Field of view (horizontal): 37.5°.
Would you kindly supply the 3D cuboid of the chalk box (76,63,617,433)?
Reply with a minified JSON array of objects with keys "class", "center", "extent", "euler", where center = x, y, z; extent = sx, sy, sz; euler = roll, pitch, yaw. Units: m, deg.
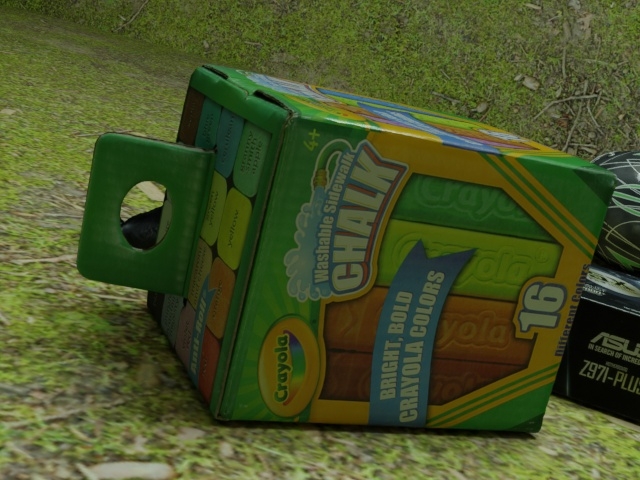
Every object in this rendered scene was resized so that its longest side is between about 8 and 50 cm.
[{"class":"chalk box","center":[0.000,0.000,0.595],"extent":[0.289,0.180,0.179],"euler":[6,15,-26]}]

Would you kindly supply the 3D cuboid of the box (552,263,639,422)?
[{"class":"box","center":[0.235,0.077,0.734],"extent":[0.180,0.077,0.147],"euler":[18,13,17]}]

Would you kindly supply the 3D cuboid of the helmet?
[{"class":"helmet","center":[0.403,-0.037,1.189],"extent":[0.170,0.169,0.161],"euler":[19,-2,19]}]

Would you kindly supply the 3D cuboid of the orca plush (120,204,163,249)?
[{"class":"orca plush","center":[-0.043,-0.032,0.783],"extent":[0.287,0.102,0.151],"euler":[2,-1,-1]}]
